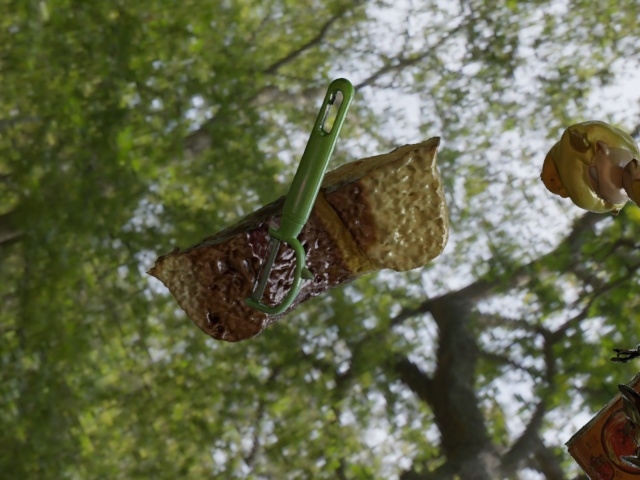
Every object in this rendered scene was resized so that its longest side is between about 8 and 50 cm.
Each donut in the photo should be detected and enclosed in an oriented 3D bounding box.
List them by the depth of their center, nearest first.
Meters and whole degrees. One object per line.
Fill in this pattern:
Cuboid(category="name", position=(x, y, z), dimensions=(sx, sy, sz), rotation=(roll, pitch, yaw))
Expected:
Cuboid(category="donut", position=(0.000, 0.000, 1.178), dimensions=(0.295, 0.151, 0.112), rotation=(-21, -84, 14))

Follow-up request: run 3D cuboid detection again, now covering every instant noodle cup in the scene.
Cuboid(category="instant noodle cup", position=(0.425, 0.265, 1.583), dimensions=(0.172, 0.215, 0.216), rotation=(46, -41, 14))

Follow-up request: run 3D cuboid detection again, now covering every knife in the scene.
Cuboid(category="knife", position=(-0.009, -0.033, 1.048), dimensions=(0.054, 0.015, 0.212), rotation=(27, -76, 27))

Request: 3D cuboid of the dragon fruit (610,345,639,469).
Cuboid(category="dragon fruit", position=(0.267, 0.132, 0.862), dimensions=(0.121, 0.130, 0.142), rotation=(-98, -170, -52))

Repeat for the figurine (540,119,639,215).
Cuboid(category="figurine", position=(0.398, -0.093, 1.696), dimensions=(0.246, 0.131, 0.156), rotation=(32, -23, 55))
